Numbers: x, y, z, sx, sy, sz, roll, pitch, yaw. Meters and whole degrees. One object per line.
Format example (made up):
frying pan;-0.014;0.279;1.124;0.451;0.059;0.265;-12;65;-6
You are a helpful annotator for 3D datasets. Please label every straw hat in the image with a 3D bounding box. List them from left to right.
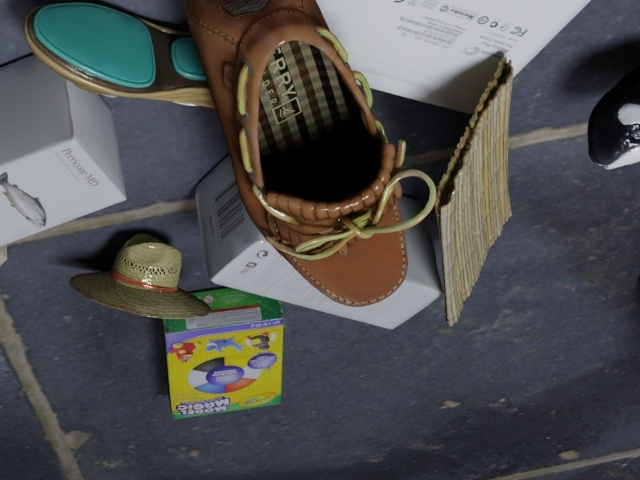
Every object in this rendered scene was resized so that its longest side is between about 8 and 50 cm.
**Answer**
straw hat;-0.169;0.026;1.607;0.144;0.144;0.061;9;103;-29

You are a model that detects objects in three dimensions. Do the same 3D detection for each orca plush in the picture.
orca plush;0.362;-0.166;1.469;0.287;0.151;0.102;-19;113;5

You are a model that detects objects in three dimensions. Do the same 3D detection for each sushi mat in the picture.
sushi mat;0.144;-0.035;1.517;0.019;0.151;0.316;23;163;14

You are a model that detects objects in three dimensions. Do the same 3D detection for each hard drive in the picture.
hard drive;0.138;-0.244;1.322;0.233;0.047;0.353;11;141;-32

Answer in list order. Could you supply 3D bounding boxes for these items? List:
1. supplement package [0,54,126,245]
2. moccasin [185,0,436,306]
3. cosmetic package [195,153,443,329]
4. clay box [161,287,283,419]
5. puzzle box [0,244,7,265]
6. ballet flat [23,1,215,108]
supplement package;-0.271;-0.070;1.392;0.179;0.105;0.105;-20;146;10
moccasin;0.005;-0.064;1.350;0.139;0.147;0.380;-24;140;-9
cosmetic package;0.000;0.000;1.582;0.231;0.117;0.085;18;137;-37
clay box;-0.106;0.130;1.800;0.127;0.053;0.222;-8;146;-7
puzzle box;-0.525;0.013;1.481;0.409;0.052;0.272;19;135;-39
ballet flat;-0.142;-0.140;1.359;0.232;0.080;0.073;8;153;-28
